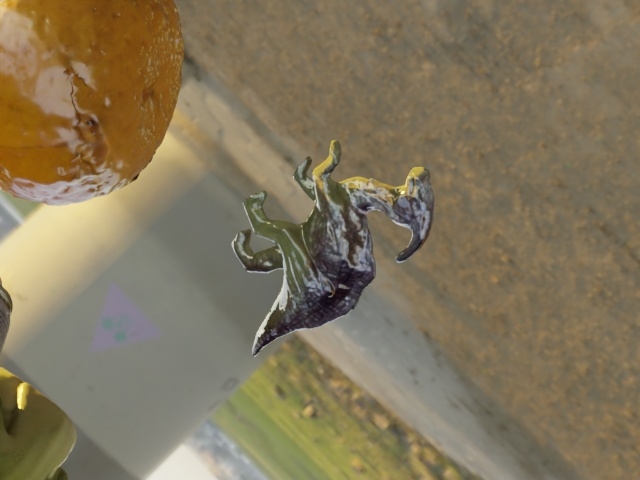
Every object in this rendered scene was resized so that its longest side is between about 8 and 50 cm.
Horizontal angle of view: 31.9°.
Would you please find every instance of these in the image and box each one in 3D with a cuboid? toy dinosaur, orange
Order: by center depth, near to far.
[{"bbox_3d":[-0.003,0.000,1.215,0.162,0.077,0.294,54,128,13],"label":"toy dinosaur"},{"bbox_3d":[-0.337,-0.219,1.407,0.293,0.341,0.340,13,162,10],"label":"orange"}]

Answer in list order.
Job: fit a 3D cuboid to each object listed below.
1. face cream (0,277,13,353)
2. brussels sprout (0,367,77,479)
[{"bbox_3d":[-0.338,0.113,1.037,0.075,0.075,0.229,52,-157,-32],"label":"face cream"},{"bbox_3d":[-0.413,0.257,1.111,0.289,0.354,0.281,29,142,36],"label":"brussels sprout"}]
